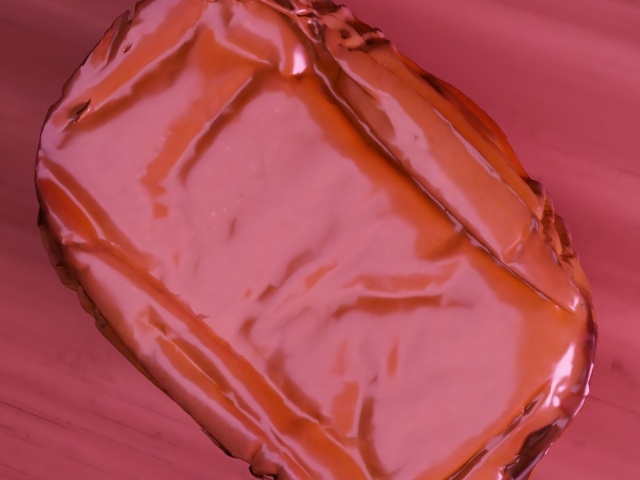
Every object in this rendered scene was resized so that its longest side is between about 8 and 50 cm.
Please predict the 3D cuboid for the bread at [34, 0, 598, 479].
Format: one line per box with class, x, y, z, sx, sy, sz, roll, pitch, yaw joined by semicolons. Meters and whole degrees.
bread;0.000;0.000;0.551;0.190;0.114;0.132;45;101;-3
